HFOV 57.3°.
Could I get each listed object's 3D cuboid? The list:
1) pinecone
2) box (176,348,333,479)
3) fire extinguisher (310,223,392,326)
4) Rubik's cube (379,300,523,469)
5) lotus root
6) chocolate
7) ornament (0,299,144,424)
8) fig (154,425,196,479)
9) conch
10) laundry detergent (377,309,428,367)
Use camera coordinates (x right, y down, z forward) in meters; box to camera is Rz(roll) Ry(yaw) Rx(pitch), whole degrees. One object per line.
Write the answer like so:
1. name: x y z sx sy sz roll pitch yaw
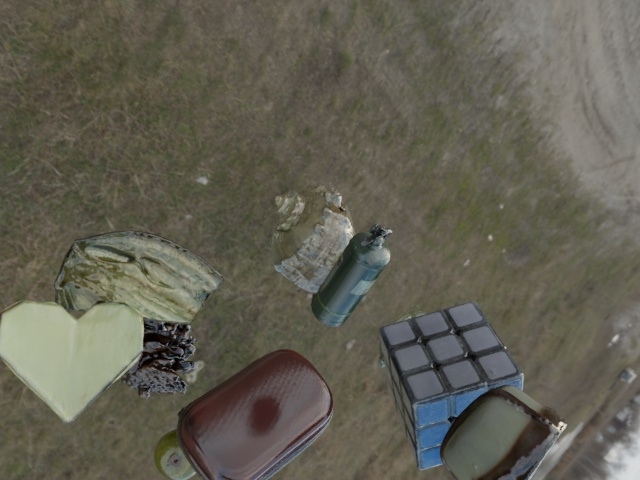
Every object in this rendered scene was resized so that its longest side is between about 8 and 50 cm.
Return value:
1. pinecone: -0.499 0.324 1.750 0.298 0.295 0.242 -27 161 40
2. box: -0.155 0.448 1.482 0.404 0.263 0.108 -28 158 -34
3. fire extinguisher: 0.075 0.056 1.198 0.118 0.093 0.294 -28 157 -45
4. Rubik's cube: 0.358 0.398 1.633 0.305 0.303 0.301 -15 126 -6
5. lotus root: -0.378 0.086 1.226 0.314 0.142 0.210 26 84 -25
6. chocolate: 0.375 0.436 1.253 0.284 0.186 0.283 -36 145 -31
7. ornament: -0.369 0.178 0.866 0.201 0.180 0.059 5 161 -21
8. fig: -0.393 0.602 1.660 0.142 0.148 0.186 -61 169 -19
9. conch: 0.003 -0.007 1.713 0.297 0.352 0.210 -61 180 -26
10. laundry detergent: 0.282 0.351 1.967 0.253 0.091 0.181 -25 99 -36
